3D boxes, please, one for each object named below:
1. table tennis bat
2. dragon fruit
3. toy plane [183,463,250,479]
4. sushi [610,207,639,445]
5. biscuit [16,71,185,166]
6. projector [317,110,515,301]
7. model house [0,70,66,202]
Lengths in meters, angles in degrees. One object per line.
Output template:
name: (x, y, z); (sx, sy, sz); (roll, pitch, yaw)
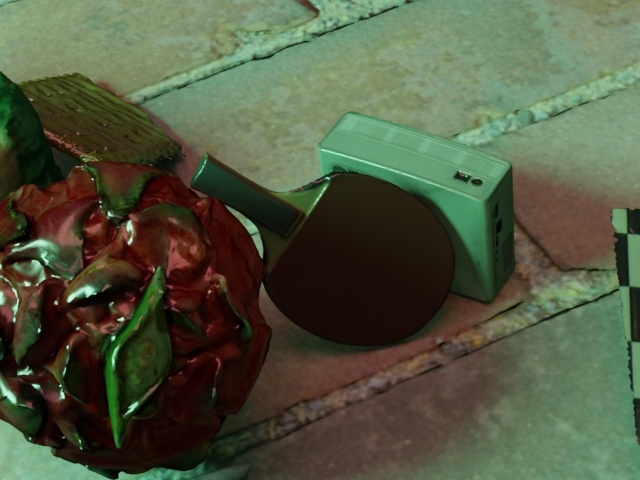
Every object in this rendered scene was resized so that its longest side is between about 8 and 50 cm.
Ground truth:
table tennis bat: (0.000, 0.000, 1.364); (0.220, 0.130, 0.019); (30, 12, -20)
dragon fruit: (-0.158, 0.052, 1.296); (0.233, 0.234, 0.293); (-32, 14, -22)
toy plane: (-0.162, 0.223, 1.240); (0.267, 0.088, 0.212); (-22, 48, -25)
sushi: (0.319, 0.073, 1.337); (0.215, 0.050, 0.192); (0, 62, -5)
biscuit: (-0.190, -0.098, 1.528); (0.144, 0.016, 0.203); (28, 16, 12)
projector: (0.078, -0.029, 1.427); (0.147, 0.115, 0.061); (20, 49, 25)
model house: (-0.387, 0.016, 1.402); (0.267, 0.194, 0.325); (18, 54, 23)
